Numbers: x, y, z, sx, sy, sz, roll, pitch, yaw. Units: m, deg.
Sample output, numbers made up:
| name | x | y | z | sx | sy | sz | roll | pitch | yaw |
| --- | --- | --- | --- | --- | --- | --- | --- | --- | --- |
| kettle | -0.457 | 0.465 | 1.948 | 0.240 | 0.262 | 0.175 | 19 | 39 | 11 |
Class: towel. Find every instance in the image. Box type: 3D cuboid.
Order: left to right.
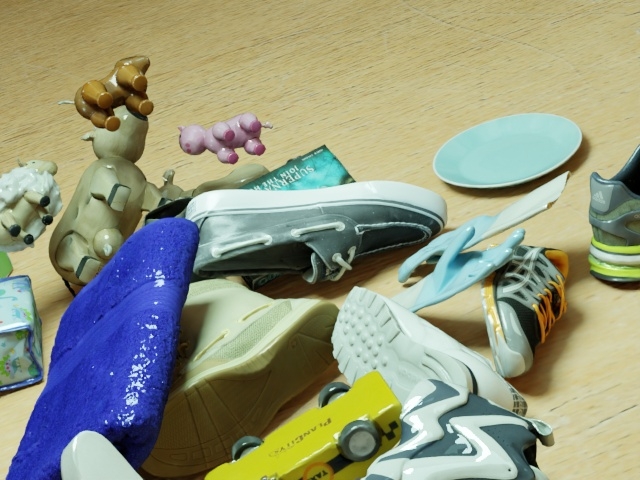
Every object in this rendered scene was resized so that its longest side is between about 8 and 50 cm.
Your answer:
| name | x | y | z | sx | sy | sz | roll | pitch | yaw |
| --- | --- | --- | --- | --- | --- | --- | --- | --- | --- |
| towel | -0.215 | 0.129 | 1.326 | 0.227 | 0.076 | 0.308 | -48 | 22 | 31 |

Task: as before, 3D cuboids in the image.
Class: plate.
| name | x | y | z | sx | sy | sz | roll | pitch | yaw |
| --- | --- | --- | --- | --- | --- | --- | --- | --- | --- |
| plate | 0.233 | -0.105 | 1.698 | 0.188 | 0.024 | 0.188 | -14 | 27 | 7 |

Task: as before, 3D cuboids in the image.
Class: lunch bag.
| name | x | y | z | sx | sy | sz | roll | pitch | yaw |
| --- | --- | --- | --- | --- | --- | --- | --- | --- | --- |
| lunch bag | -0.400 | 0.117 | 1.575 | 0.151 | 0.096 | 0.129 | -11 | 27 | -8 |

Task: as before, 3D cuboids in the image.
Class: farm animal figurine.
| name | x | y | z | sx | sy | sz | roll | pitch | yaw |
| --- | --- | --- | --- | --- | --- | --- | --- | --- | --- |
| farm animal figurine | -0.227 | -0.068 | 1.694 | 0.327 | 0.330 | 0.172 | -52 | 37 | -4 |

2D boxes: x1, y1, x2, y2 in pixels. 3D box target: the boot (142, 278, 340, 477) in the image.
| name | x | y | z | sx | sy | sz | roll | pitch | yaw |
| --- | --- | --- | --- | --- | --- | --- | --- | --- | --- |
| boot | -0.128 | 0.130 | 1.400 | 0.262 | 0.095 | 0.203 | -38 | 32 | -29 |

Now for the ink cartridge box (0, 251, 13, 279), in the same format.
| name | x | y | z | sx | sy | sz | roll | pitch | yaw |
| --- | --- | --- | --- | --- | --- | --- | --- | --- | --- |
| ink cartridge box | -0.488 | 0.072 | 1.739 | 0.109 | 0.062 | 0.209 | -8 | 29 | 18 |

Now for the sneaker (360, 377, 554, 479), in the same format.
| name | x | y | z | sx | sy | sz | roll | pitch | yaw |
| --- | --- | --- | --- | --- | --- | --- | --- | --- | --- |
| sneaker | 0.114 | 0.223 | 1.091 | 0.153 | 0.094 | 0.235 | 9 | 44 | 27 |

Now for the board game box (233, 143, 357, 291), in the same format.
| name | x | y | z | sx | sy | sz | roll | pitch | yaw |
| --- | --- | --- | --- | --- | --- | --- | --- | --- | --- |
| board game box | -0.037 | -0.030 | 1.646 | 0.186 | 0.026 | 0.126 | -29 | 62 | -20 |

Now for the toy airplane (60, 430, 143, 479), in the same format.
| name | x | y | z | sx | sy | sz | roll | pitch | yaw |
| --- | --- | --- | --- | --- | --- | --- | --- | --- | --- |
| toy airplane | -0.206 | 0.280 | 0.856 | 0.272 | 0.384 | 0.386 | -45 | 39 | 11 |

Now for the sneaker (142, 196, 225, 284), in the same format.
| name | x | y | z | sx | sy | sz | roll | pitch | yaw |
| --- | --- | --- | --- | --- | --- | --- | --- | --- | --- |
| sneaker | -0.196 | 0.047 | 1.561 | 0.083 | 0.118 | 0.222 | -1 | 32 | 28 |

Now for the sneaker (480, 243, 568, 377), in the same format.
| name | x | y | z | sx | sy | sz | roll | pitch | yaw |
| --- | --- | --- | --- | --- | --- | --- | --- | --- | --- |
| sneaker | 0.205 | 0.060 | 1.354 | 0.083 | 0.084 | 0.215 | -5 | 29 | 12 |

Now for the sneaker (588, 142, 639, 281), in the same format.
| name | x | y | z | sx | sy | sz | roll | pitch | yaw |
| --- | --- | --- | --- | --- | --- | --- | --- | --- | --- |
| sneaker | 0.401 | -0.068 | 1.431 | 0.300 | 0.121 | 0.111 | -30 | 30 | -22 |

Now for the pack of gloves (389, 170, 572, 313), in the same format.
| name | x | y | z | sx | sy | sz | roll | pitch | yaw |
| --- | --- | --- | --- | --- | --- | --- | --- | --- | --- |
| pack of gloves | 0.134 | 0.006 | 1.426 | 0.232 | 0.046 | 0.195 | -30 | 13 | 39 |

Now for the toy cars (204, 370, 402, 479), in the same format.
| name | x | y | z | sx | sy | sz | roll | pitch | yaw |
| --- | --- | --- | --- | --- | --- | --- | --- | --- | --- |
| toy cars | -0.054 | 0.263 | 1.130 | 0.176 | 0.087 | 0.393 | -11 | 28 | 44 |

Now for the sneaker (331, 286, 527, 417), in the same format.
| name | x | y | z | sx | sy | sz | roll | pitch | yaw |
| --- | --- | --- | --- | --- | --- | --- | --- | --- | --- |
| sneaker | 0.096 | 0.117 | 1.307 | 0.095 | 0.090 | 0.235 | 9 | 18 | -35 |

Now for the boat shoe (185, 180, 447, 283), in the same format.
| name | x | y | z | sx | sy | sz | roll | pitch | yaw |
| --- | --- | --- | --- | --- | --- | --- | --- | --- | --- |
| boat shoe | 0.000 | 0.000 | 1.544 | 0.301 | 0.108 | 0.102 | -1 | 60 | -11 |
